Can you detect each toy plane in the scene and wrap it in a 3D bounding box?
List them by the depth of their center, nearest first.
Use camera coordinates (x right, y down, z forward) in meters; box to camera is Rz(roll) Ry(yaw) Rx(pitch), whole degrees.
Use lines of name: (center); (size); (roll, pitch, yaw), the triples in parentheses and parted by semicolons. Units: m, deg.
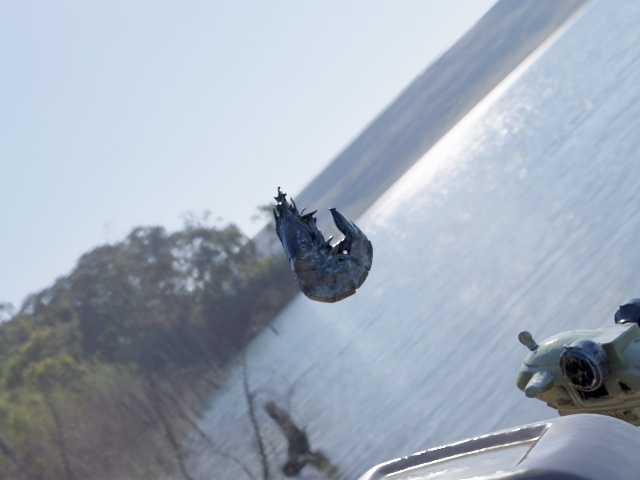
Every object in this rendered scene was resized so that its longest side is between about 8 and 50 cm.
toy plane: (0.254, 0.102, 0.760); (0.092, 0.108, 0.286); (-28, 6, -37)

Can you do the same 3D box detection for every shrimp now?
shrimp: (0.000, 0.000, 1.105); (0.091, 0.161, 0.034); (-23, -36, -10)

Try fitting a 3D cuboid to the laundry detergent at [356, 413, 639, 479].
laundry detergent: (0.110, 0.187, 0.387); (0.171, 0.237, 0.076); (-23, 0, 33)
